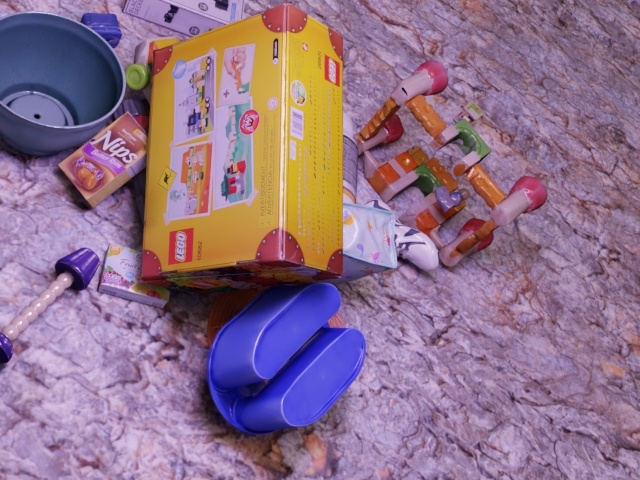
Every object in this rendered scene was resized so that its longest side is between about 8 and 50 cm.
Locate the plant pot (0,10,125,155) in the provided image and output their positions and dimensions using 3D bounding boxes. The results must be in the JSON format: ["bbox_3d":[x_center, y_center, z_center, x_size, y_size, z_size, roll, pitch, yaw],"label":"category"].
[{"bbox_3d":[-0.573,-0.298,1.796,0.293,0.196,0.293,14,55,-21],"label":"plant pot"}]

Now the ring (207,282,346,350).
[{"bbox_3d":[-0.079,0.212,1.861,0.336,0.032,0.337,15,54,-22],"label":"ring"}]

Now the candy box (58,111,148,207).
[{"bbox_3d":[-0.441,-0.171,1.819,0.186,0.053,0.109,-40,72,-10],"label":"candy box"}]

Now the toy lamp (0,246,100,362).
[{"bbox_3d":[-0.522,0.114,1.643,0.080,0.080,0.275,39,52,-3],"label":"toy lamp"}]

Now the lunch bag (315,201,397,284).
[{"bbox_3d":[0.000,0.000,1.883,0.262,0.223,0.160,12,69,-35],"label":"lunch bag"}]

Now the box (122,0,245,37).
[{"bbox_3d":[-0.342,-0.613,2.200,0.289,0.087,0.169,17,54,-19],"label":"box"}]

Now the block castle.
[{"bbox_3d":[0.316,-0.188,2.163,0.213,0.303,0.453,-33,81,-40],"label":"block castle"}]

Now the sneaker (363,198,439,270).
[{"bbox_3d":[0.164,0.018,2.083,0.235,0.094,0.153,45,51,3],"label":"sneaker"}]

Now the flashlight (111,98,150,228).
[{"bbox_3d":[-0.374,-0.159,1.893,0.103,0.103,0.304,-18,73,-10],"label":"flashlight"}]

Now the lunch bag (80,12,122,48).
[{"bbox_3d":[-0.519,-0.489,2.033,0.098,0.067,0.065,-9,65,-32],"label":"lunch bag"}]

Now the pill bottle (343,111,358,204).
[{"bbox_3d":[0.009,-0.171,2.069,0.162,0.162,0.279,18,53,-19],"label":"pill bottle"}]

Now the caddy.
[{"bbox_3d":[-0.072,0.230,1.723,0.341,0.179,0.241,-41,109,-40],"label":"caddy"}]

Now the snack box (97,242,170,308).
[{"bbox_3d":[-0.376,0.073,1.776,0.141,0.037,0.100,17,52,-20],"label":"snack box"}]

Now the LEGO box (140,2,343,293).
[{"bbox_3d":[-0.155,-0.164,1.723,0.193,0.372,0.500,16,71,-51],"label":"LEGO box"}]

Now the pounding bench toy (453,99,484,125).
[{"bbox_3d":[0.414,-0.348,2.475,0.052,0.065,0.083,46,50,3],"label":"pounding bench toy"}]

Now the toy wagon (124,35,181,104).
[{"bbox_3d":[-0.297,-0.297,1.970,0.344,0.068,0.267,62,28,-4],"label":"toy wagon"}]
